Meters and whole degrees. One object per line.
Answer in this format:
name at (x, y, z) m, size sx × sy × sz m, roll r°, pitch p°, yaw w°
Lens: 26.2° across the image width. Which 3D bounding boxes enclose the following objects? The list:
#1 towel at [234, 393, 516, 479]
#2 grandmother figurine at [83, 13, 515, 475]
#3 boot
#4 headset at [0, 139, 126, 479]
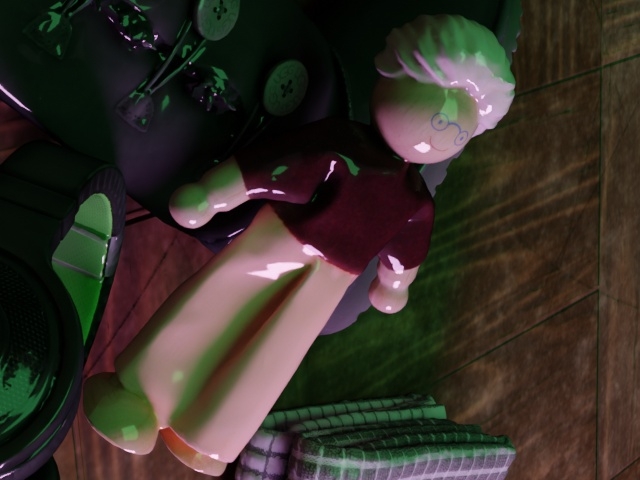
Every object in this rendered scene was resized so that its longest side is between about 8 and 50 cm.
towel at (0.039, 0.261, 1.154) m, size 0.283 × 0.121 × 0.235 m, roll 3°, pitch 97°, yaw -51°
grandmother figurine at (0.000, 0.000, 0.886) m, size 0.342 × 0.104 × 0.208 m, roll -51°, pitch 145°, yaw 13°
boot at (-0.053, -0.185, 0.931) m, size 0.445 × 0.146 × 0.367 m, roll 39°, pitch 66°, yaw -43°
headset at (-0.225, 0.100, 0.732) m, size 0.394 × 0.185 × 0.243 m, roll -68°, pitch 176°, yaw -49°
